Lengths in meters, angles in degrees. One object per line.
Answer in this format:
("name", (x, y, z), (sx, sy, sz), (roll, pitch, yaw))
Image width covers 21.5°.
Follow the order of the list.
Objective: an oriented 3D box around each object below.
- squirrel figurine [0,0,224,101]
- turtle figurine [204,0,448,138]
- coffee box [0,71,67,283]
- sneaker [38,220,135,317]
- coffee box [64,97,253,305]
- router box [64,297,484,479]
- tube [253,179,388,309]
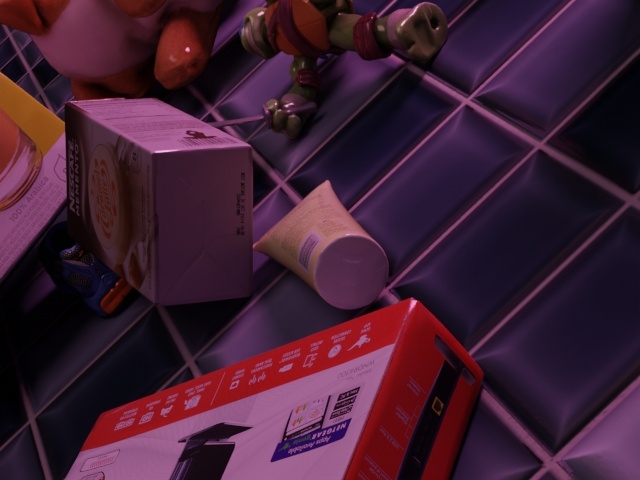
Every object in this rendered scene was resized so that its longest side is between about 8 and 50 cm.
("squirrel figurine", (-0.175, -0.357, 2.049), (0.370, 0.281, 0.397), (-29, 29, 16))
("turtle figurine", (-0.032, -0.208, 1.648), (0.266, 0.274, 0.198), (-11, 73, 45))
("coffee box", (-0.484, -0.037, 1.784), (0.338, 0.334, 0.338), (-53, 7, -17))
("sneaker", (-0.251, 0.010, 1.756), (0.083, 0.087, 0.221), (-48, 23, -12))
("coffee box", (-0.153, -0.042, 1.558), (0.098, 0.141, 0.246), (-6, 16, -25))
("router box", (-0.075, 0.212, 1.127), (0.335, 0.082, 0.301), (-23, 30, 39))
("tube", (0.000, 0.000, 1.414), (0.070, 0.062, 0.240), (-2, 12, -14))
